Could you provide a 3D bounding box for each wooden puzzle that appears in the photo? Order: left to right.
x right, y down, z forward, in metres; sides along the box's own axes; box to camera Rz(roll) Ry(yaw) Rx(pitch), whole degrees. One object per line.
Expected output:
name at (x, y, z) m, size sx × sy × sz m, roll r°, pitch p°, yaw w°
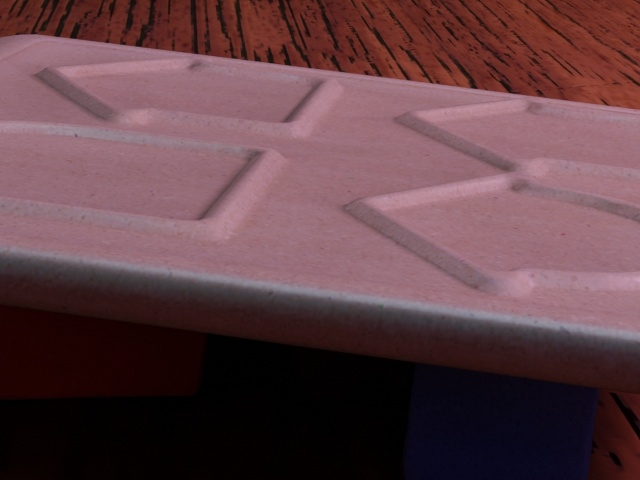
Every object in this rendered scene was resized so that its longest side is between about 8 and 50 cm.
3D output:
wooden puzzle at (0.000, 0.000, 0.613) m, size 0.348 × 0.080 × 0.322 m, roll 3°, pitch 13°, yaw 7°
